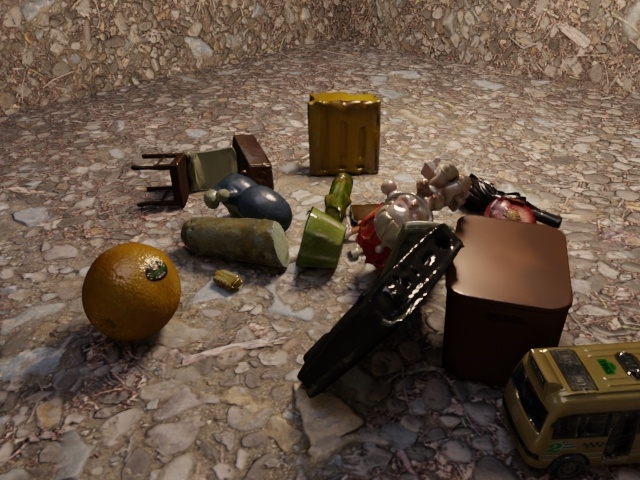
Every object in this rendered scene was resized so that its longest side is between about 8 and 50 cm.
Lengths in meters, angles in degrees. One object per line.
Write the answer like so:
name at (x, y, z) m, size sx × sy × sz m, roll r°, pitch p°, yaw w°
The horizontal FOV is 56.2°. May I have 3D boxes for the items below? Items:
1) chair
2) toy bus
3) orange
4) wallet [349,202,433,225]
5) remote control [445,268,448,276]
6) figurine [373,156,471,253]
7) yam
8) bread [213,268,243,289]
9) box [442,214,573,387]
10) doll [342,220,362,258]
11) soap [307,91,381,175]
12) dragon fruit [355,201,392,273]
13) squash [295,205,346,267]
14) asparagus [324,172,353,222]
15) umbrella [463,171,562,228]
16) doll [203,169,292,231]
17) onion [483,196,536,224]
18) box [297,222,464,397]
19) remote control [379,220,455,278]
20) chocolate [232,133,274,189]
chair at (-0.444, -0.212, 2.003) m, size 0.318 × 0.160 × 0.186 m, roll -2°, pitch 25°, yaw 0°
toy bus at (0.525, 0.286, 1.069) m, size 0.364 × 0.202 × 0.177 m, roll -3°, pitch 31°, yaw -3°
orange at (-0.432, 0.115, 1.379) m, size 0.236 × 0.237 × 0.236 m, roll -1°, pitch 30°, yaw 0°
wallet at (0.221, -0.082, 1.876) m, size 0.255 × 0.031 × 0.137 m, roll -4°, pitch 34°, yaw -1°
remote control at (0.376, 0.053, 1.627) m, size 0.072 × 0.042 × 0.222 m, roll 8°, pitch 32°, yaw 11°
figurine at (0.218, -0.074, 1.406) m, size 0.256 × 0.182 × 0.144 m, roll -37°, pitch 6°, yaw -8°
yam at (-0.240, -0.004, 1.674) m, size 0.329 × 0.133 × 0.133 m, roll 7°, pitch 31°, yaw 20°
bread at (-0.244, 0.104, 1.570) m, size 0.087 × 0.034 × 0.049 m, roll 16°, pitch 49°, yaw 34°
box at (0.398, 0.129, 1.312) m, size 0.239 × 0.230 × 0.339 m, roll 7°, pitch 32°, yaw 15°
doll at (0.175, -0.028, 1.736) m, size 0.217 × 0.085 × 0.183 m, roll -13°, pitch 34°, yaw -6°
soap at (0.083, -0.379, 2.141) m, size 0.258 × 0.281 × 0.143 m, roll 0°, pitch 28°, yaw -1°
dragon fruit at (0.218, 0.012, 1.561) m, size 0.268 × 0.205 × 0.210 m, roll 28°, pitch 43°, yaw -24°
squash at (0.000, 0.000, 1.625) m, size 0.122 × 0.170 × 0.170 m, roll 16°, pitch 32°, yaw 5°
asparagus at (0.057, -0.129, 1.900) m, size 0.084 × 0.082 × 0.343 m, roll -1°, pitch 28°, yaw 10°
umbrella at (0.579, -0.113, 1.864) m, size 0.339 × 0.118 × 0.118 m, roll 25°, pitch 39°, yaw 27°
doll at (-0.201, -0.100, 1.791) m, size 0.258 × 0.154 × 0.228 m, roll 37°, pitch 4°, yaw 27°
onion at (0.542, -0.046, 1.749) m, size 0.149 × 0.140 × 0.150 m, roll 0°, pitch 74°, yaw 1°
box at (0.117, 0.140, 1.225) m, size 0.091 × 0.350 × 0.359 m, roll 45°, pitch 44°, yaw 7°
remote control at (0.214, 0.052, 1.389) m, size 0.123 × 0.286 × 0.038 m, roll 3°, pitch 52°, yaw -6°
chocolate at (-0.251, -0.287, 2.163) m, size 0.111 × 0.112 × 0.321 m, roll -7°, pitch 31°, yaw -16°
